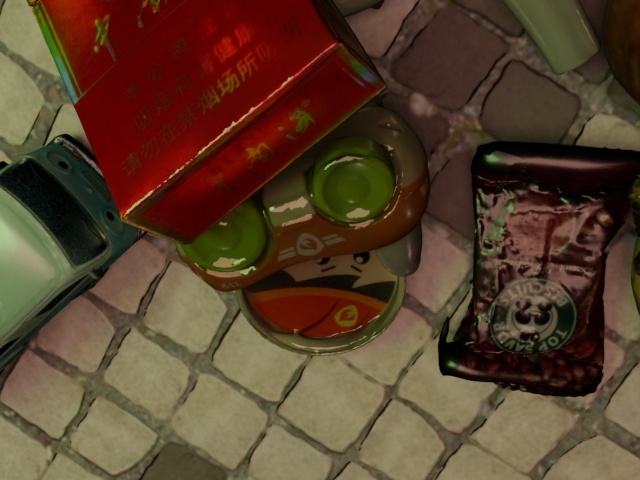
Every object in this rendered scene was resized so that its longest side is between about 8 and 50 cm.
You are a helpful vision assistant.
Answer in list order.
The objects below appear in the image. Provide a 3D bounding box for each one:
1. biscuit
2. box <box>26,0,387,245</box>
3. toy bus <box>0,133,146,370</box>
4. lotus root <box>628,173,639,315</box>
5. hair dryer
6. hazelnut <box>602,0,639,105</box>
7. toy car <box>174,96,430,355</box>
[{"bbox_3d":[0.190,0.026,0.811,0.151,0.063,0.236,8,107,7],"label":"biscuit"},{"bbox_3d":[-0.111,-0.181,0.713,0.197,0.089,0.313,-37,61,16],"label":"box"},{"bbox_3d":[-0.302,0.041,0.836,0.271,0.165,0.133,-41,95,15],"label":"toy bus"},{"bbox_3d":[0.341,0.062,0.744,0.141,0.169,0.314,-25,108,0],"label":"lotus root"},{"bbox_3d":[0.108,-0.193,0.778,0.229,0.092,0.267,39,120,-8],"label":"hair dryer"},{"bbox_3d":[0.320,-0.162,0.695,0.214,0.176,0.214,24,125,39],"label":"hazelnut"},{"bbox_3d":[0.000,0.000,0.812,0.235,0.145,0.235,0,122,0],"label":"toy car"}]
